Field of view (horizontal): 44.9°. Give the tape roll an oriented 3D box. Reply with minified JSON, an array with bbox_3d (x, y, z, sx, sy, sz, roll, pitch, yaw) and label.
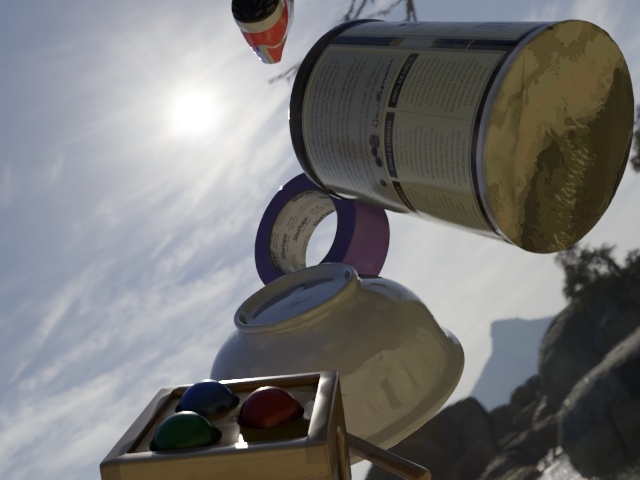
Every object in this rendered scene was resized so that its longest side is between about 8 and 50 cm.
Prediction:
[{"bbox_3d":[0.000,0.000,1.094,0.189,0.189,0.080,-44,-41,19],"label":"tape roll"}]

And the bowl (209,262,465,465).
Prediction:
[{"bbox_3d":[-0.004,0.114,0.843,0.298,0.134,0.298,-20,16,6],"label":"bowl"}]

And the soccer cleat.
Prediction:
[{"bbox_3d":[-0.089,-0.451,1.362,0.109,0.318,0.116,-4,-36,12],"label":"soccer cleat"}]

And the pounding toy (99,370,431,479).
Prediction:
[{"bbox_3d":[-0.021,0.130,0.519,0.181,0.094,0.206,-7,8,5],"label":"pounding toy"}]

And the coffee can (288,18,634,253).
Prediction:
[{"bbox_3d":[0.127,-0.114,0.761,0.202,0.275,0.201,-11,-70,-34],"label":"coffee can"}]
